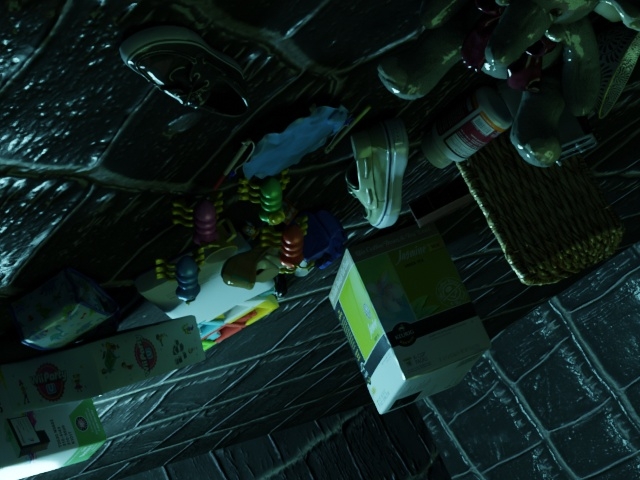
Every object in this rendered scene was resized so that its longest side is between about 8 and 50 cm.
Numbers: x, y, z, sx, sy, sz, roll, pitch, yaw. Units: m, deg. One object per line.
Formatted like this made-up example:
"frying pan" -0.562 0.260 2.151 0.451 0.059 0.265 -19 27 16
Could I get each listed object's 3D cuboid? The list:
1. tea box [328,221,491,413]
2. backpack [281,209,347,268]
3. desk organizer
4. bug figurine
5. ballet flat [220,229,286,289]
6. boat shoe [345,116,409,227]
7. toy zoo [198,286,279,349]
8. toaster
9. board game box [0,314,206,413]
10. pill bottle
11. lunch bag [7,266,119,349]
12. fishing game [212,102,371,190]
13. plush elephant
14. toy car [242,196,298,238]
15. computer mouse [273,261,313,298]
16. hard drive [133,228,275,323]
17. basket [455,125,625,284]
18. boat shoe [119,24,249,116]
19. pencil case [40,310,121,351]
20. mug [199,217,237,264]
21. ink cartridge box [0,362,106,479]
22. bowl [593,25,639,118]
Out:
"tea box" 0.190 0.177 2.502 0.220 0.323 0.329 -20 163 -14
"backpack" 0.000 0.000 2.108 0.101 0.098 0.120 -31 162 5
"desk organizer" 0.251 -0.081 2.304 0.130 0.047 0.050 -27 160 6
"bug figurine" -0.134 -0.003 1.823 0.279 0.072 0.216 -18 132 -19
"ballet flat" -0.100 0.043 2.015 0.232 0.073 0.080 -35 143 -60
"boat shoe" 0.090 -0.116 1.924 0.094 0.109 0.302 -7 151 -5
"toy zoo" -0.217 0.174 2.428 0.293 0.030 0.192 -31 162 18
"toaster" 0.385 -0.225 1.879 0.110 0.186 0.168 -27 171 15
"board game box" -0.394 0.223 2.042 0.224 0.097 0.303 -15 178 31
"pill bottle" 0.249 -0.191 1.912 0.152 0.086 0.086 -36 160 34
"lunch bag" -0.427 0.124 1.874 0.129 0.096 0.151 -32 152 8
"fishing game" -0.043 -0.157 1.693 0.264 0.041 0.189 -22 165 -38
"plush elephant" 0.264 -0.282 1.394 0.330 0.272 0.255 -55 175 1
"toy car" -0.094 -0.034 1.956 0.040 0.060 0.122 33 119 -33
"computer mouse" -0.032 0.034 2.224 0.193 0.042 0.106 -43 -163 25
"hard drive" -0.215 0.079 2.136 0.210 0.040 0.319 -26 163 0
"basket" 0.411 -0.066 2.146 0.223 0.299 0.213 -27 164 -1
"boat shoe" -0.156 -0.196 1.356 0.080 0.076 0.228 -31 162 17
"pencil case" -0.441 0.152 1.998 0.151 0.064 0.070 -13 170 -35
"mug" -0.176 -0.004 1.907 0.078 0.064 0.062 -28 162 8
"ink cartridge box" -0.584 0.345 2.132 0.278 0.201 0.117 -9 156 -41
"bowl" 0.478 -0.300 1.878 0.170 0.080 0.170 -52 160 -27
